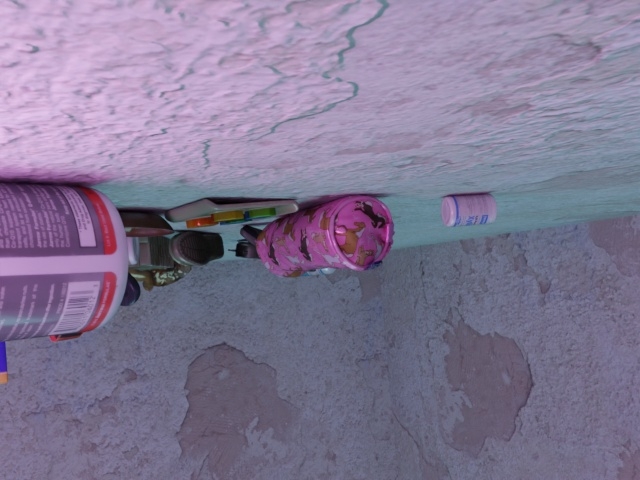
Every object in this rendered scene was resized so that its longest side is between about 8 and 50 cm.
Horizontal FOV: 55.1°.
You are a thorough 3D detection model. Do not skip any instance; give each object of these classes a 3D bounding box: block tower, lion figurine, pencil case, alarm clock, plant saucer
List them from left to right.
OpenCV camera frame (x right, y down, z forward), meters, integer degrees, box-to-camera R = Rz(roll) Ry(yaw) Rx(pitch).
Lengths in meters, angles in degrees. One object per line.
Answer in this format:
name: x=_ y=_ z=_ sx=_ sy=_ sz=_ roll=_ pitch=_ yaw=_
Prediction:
plant saucer: x=-0.392 y=-0.031 z=1.221 sx=0.199 sy=0.036 sz=0.198 roll=-1 pitch=176 yaw=0
lion figurine: x=-0.617 y=0.080 z=1.960 sx=0.392 sy=0.142 sz=0.240 roll=2 pitch=166 yaw=-27
block tower: x=-0.489 y=0.034 z=1.721 sx=0.091 sy=0.097 sz=0.335 roll=-5 pitch=175 yaw=-3
alarm clock: x=-0.222 y=0.037 z=2.198 sx=0.192 sy=0.064 sz=0.129 roll=9 pitch=178 yaw=-40
pencil case: x=0.000 y=0.000 z=1.366 sx=0.160 sy=0.167 sz=0.386 roll=-43 pitch=-164 yaw=-27

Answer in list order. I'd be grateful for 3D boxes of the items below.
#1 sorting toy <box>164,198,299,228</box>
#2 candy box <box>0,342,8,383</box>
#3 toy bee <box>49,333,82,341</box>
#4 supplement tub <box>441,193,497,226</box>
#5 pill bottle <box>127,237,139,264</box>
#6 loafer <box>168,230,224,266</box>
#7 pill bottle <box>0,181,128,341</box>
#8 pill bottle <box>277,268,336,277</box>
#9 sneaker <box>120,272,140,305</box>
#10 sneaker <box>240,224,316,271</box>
sorting toy: x=-0.177 y=-0.051 z=1.221 sx=0.208 sy=0.038 sz=0.193 roll=-1 pitch=175 yaw=-39
candy box: x=-0.740 y=0.129 z=1.124 sx=0.122 sy=0.317 sz=0.268 roll=-7 pitch=176 yaw=32
toy bee: x=-0.546 y=0.045 z=1.219 sx=0.162 sy=0.298 sz=0.195 roll=-51 pitch=174 yaw=28
supplement tub: x=0.330 y=-0.067 z=1.369 sx=0.107 sy=0.071 sz=0.071 roll=-4 pitch=176 yaw=-8
pill bottle: x=-0.502 y=0.014 z=1.382 sx=0.170 sy=0.094 sz=0.094 roll=-4 pitch=176 yaw=-6
loafer: x=-0.362 y=0.029 z=1.739 sx=0.092 sy=0.101 sz=0.268 roll=-12 pitch=175 yaw=15
pill bottle: x=-0.450 y=0.027 z=0.764 sx=0.210 sy=0.210 sz=0.363 roll=-8 pitch=174 yaw=43
pill bottle: x=-0.032 y=0.051 z=2.157 sx=0.264 sy=0.146 sz=0.146 roll=-6 pitch=176 yaw=19
sneaker: x=-0.597 y=0.081 z=1.726 sx=0.319 sy=0.112 sz=0.131 roll=26 pitch=-159 yaw=25
sneaker: x=-0.096 y=-0.016 z=1.640 sx=0.228 sy=0.130 sz=0.087 roll=23 pitch=-176 yaw=5
